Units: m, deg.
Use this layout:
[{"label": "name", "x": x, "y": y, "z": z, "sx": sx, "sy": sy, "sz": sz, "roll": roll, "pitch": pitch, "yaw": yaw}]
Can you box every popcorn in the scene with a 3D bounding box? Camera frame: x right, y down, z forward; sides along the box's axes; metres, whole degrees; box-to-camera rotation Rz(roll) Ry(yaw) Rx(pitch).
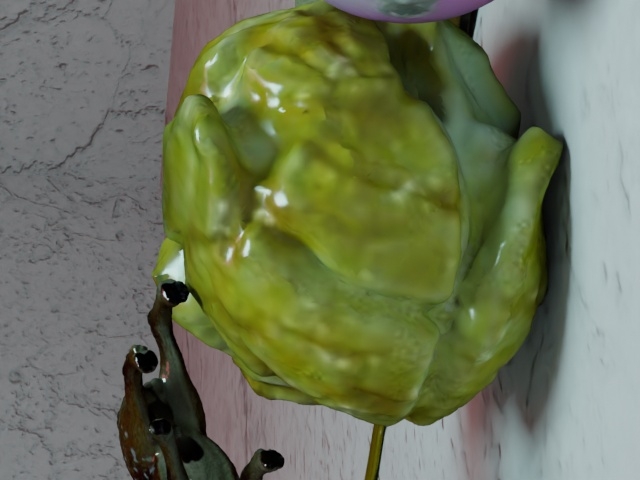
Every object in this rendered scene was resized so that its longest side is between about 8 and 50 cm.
[{"label": "popcorn", "x": 0.011, "y": -0.015, "z": 1.168, "sx": 0.276, "sy": 0.226, "sz": 0.276, "roll": -175, "pitch": 90, "yaw": -80}]

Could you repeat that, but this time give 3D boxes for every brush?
[{"label": "brush", "x": 0.046, "y": 0.161, "z": 1.612, "sx": 0.083, "sy": 0.011, "sz": 0.205, "roll": -103, "pitch": 16, "yaw": -55}]

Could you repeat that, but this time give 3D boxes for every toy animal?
[{"label": "toy animal", "x": -0.065, "y": 0.177, "z": 1.137, "sx": 0.260, "sy": 0.087, "sz": 0.243, "roll": 93, "pitch": 166, "yaw": -46}]

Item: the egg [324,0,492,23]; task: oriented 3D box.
[{"label": "egg", "x": 0.051, "y": -0.252, "z": 1.062, "sx": 0.196, "sy": 0.196, "sz": 0.271, "roll": 155, "pitch": 122, "yaw": -80}]

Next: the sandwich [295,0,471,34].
[{"label": "sandwich", "x": 0.040, "y": -0.185, "z": 1.435, "sx": 0.273, "sy": 0.095, "sz": 0.249, "roll": -102, "pitch": 12, "yaw": -52}]
